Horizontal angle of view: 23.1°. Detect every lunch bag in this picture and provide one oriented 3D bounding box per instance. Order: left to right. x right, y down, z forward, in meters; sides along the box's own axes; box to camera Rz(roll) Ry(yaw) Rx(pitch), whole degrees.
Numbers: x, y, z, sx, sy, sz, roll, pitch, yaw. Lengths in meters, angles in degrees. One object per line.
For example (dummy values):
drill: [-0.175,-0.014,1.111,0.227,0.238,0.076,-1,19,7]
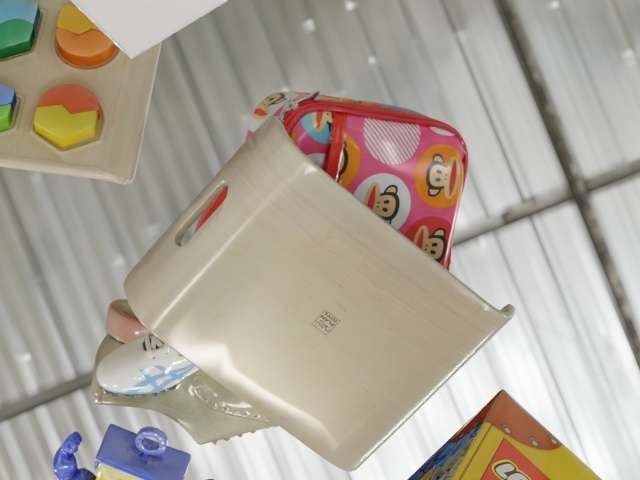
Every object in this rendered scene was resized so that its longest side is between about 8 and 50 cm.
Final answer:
lunch bag: [0.000,0.000,1.546,0.258,0.293,0.120,7,-172,-29]

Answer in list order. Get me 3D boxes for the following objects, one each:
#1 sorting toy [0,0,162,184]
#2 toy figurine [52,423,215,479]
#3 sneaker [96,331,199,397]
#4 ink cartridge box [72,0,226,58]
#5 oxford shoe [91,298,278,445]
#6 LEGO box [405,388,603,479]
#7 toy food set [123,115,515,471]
sorting toy: [-0.258,-0.150,1.421,0.208,0.193,0.038,10,150,-4]
toy figurine: [-0.206,0.327,1.845,0.191,0.363,0.217,-71,-177,-65]
sneaker: [-0.139,0.101,1.715,0.237,0.086,0.085,-21,-141,0]
ink cartridge box: [-0.102,-0.257,1.288,0.140,0.082,0.190,-21,-148,46]
oxford shoe: [-0.103,0.196,2.015,0.397,0.146,0.140,19,-170,-12]
LEGO box: [0.201,0.397,1.030,0.193,0.500,0.372,-48,178,29]
toy food set: [0.001,0.055,1.446,0.220,0.306,0.092,-46,-160,17]
